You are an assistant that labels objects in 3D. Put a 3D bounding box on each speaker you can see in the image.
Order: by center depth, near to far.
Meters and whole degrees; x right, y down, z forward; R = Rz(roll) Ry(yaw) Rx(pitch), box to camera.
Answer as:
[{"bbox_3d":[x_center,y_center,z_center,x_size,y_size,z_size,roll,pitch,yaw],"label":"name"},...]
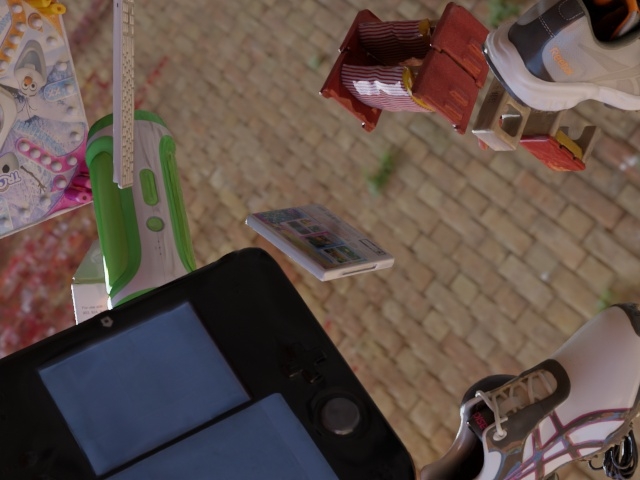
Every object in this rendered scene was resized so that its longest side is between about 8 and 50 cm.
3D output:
[{"bbox_3d":[-0.232,-0.020,1.755,0.131,0.131,0.297,25,-136,-50],"label":"speaker"}]

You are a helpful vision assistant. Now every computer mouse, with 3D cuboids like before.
[{"bbox_3d":[0.349,0.261,2.034,0.272,0.189,0.072,3,167,4],"label":"computer mouse"}]

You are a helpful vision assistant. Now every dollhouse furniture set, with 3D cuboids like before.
[{"bbox_3d":[0.211,-0.188,1.974,0.374,0.152,0.201,34,162,-36],"label":"dollhouse furniture set"}]

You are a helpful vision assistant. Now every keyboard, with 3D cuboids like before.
[{"bbox_3d":[-0.219,-0.188,1.515,0.014,0.256,0.072,2,-175,8],"label":"keyboard"}]

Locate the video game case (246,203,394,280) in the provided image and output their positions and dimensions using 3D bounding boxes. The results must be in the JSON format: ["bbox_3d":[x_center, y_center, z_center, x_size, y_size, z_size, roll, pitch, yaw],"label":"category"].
[{"bbox_3d":[0.000,0.000,1.822,0.143,0.019,0.157,-11,-142,-46],"label":"video game case"}]

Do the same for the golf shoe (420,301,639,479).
[{"bbox_3d":[0.209,0.167,1.269,0.120,0.273,0.105,21,-156,-30],"label":"golf shoe"}]

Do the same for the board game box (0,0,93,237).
[{"bbox_3d":[-0.525,-0.188,2.074,0.390,0.390,0.050,-26,-157,-39],"label":"board game box"}]

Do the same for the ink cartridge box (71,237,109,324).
[{"bbox_3d":[-0.269,0.149,1.924,0.114,0.273,0.198,-3,-162,2],"label":"ink cartridge box"}]

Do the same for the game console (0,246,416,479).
[{"bbox_3d":[-0.135,0.203,1.297,0.342,0.386,0.060,56,155,20],"label":"game console"}]

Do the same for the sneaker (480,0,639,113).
[{"bbox_3d":[0.261,-0.175,1.167,0.271,0.108,0.100,-14,-112,-46],"label":"sneaker"}]
